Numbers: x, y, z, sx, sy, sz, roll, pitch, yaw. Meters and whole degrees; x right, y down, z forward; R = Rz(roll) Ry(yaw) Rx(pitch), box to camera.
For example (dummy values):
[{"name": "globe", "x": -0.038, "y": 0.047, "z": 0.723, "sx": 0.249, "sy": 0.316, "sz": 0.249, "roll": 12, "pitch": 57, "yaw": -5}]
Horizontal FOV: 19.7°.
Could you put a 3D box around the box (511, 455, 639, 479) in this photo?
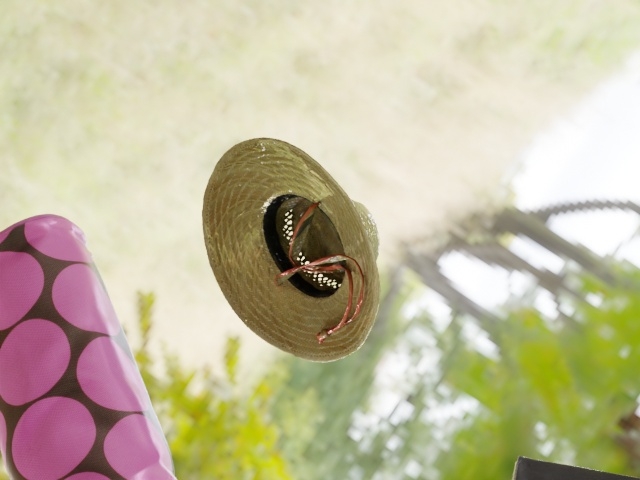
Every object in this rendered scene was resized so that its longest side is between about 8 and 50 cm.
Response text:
[{"name": "box", "x": 0.231, "y": 0.275, "z": 1.355, "sx": 0.270, "sy": 0.216, "sz": 0.060, "roll": 92, "pitch": 10, "yaw": -48}]

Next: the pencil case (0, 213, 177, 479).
[{"name": "pencil case", "x": -0.155, "y": 0.090, "z": 1.084, "sx": 0.098, "sy": 0.209, "sz": 0.095, "roll": -27, "pitch": 148, "yaw": 6}]

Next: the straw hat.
[{"name": "straw hat", "x": 0.000, "y": 0.000, "z": 1.107, "sx": 0.061, "sy": 0.144, "sz": 0.144, "roll": -22, "pitch": 155, "yaw": -43}]
